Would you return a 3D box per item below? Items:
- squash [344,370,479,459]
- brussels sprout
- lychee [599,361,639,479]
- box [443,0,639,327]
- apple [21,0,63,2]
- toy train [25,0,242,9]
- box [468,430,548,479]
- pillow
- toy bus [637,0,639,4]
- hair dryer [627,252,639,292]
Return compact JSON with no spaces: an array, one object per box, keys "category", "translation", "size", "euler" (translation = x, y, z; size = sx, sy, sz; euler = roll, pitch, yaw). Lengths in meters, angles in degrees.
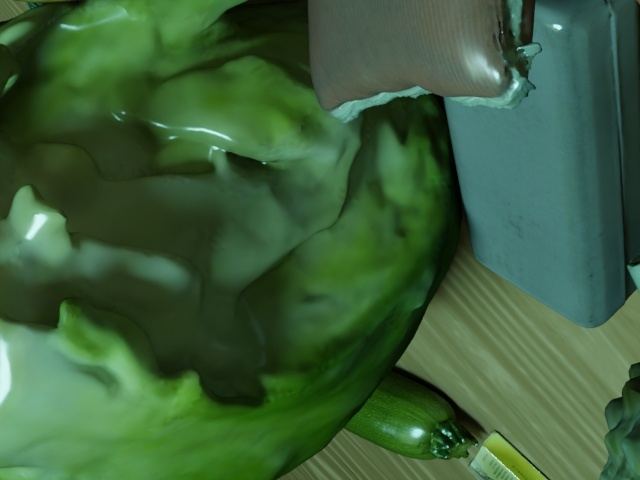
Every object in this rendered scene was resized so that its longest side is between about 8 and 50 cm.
[{"category":"squash","translation":[0.038,0.139,1.259],"size":[0.258,0.069,0.069],"euler":[17,145,55]},{"category":"brussels sprout","translation":[-0.101,0.019,0.813],"size":[0.315,0.371,0.276],"euler":[-38,73,42]},{"category":"lychee","translation":[0.237,0.105,0.514],"size":[0.255,0.274,0.255],"euler":[26,121,56]},{"category":"box","translation":[0.114,-0.056,0.737],"size":[0.103,0.055,0.244],"euler":[35,157,33]},{"category":"apple","translation":[-0.125,-0.237,0.644],"size":[0.253,0.253,0.253],"euler":[41,160,19]},{"category":"toy train","translation":[-0.123,-0.088,1.086],"size":[0.202,0.120,0.301],"euler":[32,155,30]},{"category":"box","translation":[0.185,0.222,1.176],"size":[0.149,0.020,0.073],"euler":[42,160,14]},{"category":"pillow","translation":[0.042,-0.136,0.596],"size":[0.179,0.075,0.171],"euler":[-175,84,-69]},{"category":"toy bus","translation":[0.135,-0.162,0.484],"size":[0.077,0.065,0.192],"euler":[53,163,17]},{"category":"hair dryer","translation":[0.206,0.086,0.815],"size":[0.229,0.092,0.267],"euler":[64,165,-22]}]
